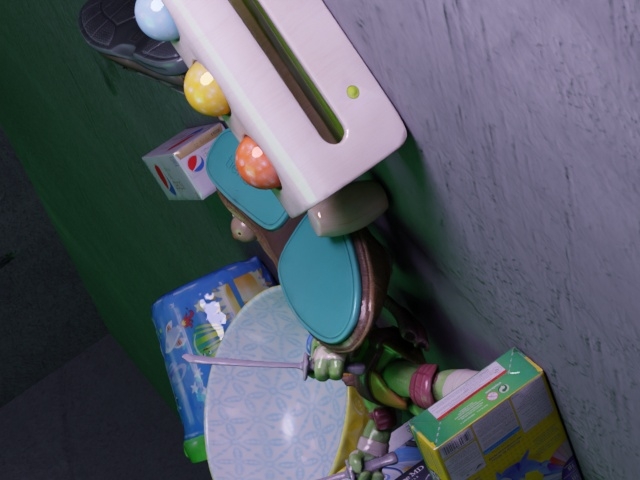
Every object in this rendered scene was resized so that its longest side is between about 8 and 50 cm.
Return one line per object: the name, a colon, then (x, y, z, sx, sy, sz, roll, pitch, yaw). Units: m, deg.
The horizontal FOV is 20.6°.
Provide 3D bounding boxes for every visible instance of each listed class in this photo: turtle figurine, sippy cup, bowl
turtle figurine: (0.052, 0.184, 1.763, 0.266, 0.275, 0.198, 14, 116, 39)
sippy cup: (-0.112, 0.151, 2.372, 0.240, 0.305, 0.224, -24, -91, -59)
bowl: (0.002, 0.205, 2.110, 0.156, 0.289, 0.289, 11, -161, -37)

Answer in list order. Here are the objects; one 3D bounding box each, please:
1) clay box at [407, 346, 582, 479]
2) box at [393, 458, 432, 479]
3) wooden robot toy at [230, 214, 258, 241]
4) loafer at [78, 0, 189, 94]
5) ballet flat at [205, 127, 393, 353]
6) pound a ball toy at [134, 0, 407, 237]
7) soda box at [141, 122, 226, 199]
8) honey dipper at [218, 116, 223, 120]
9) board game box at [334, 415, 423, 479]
clay box: (0.174, 0.219, 1.662, 0.053, 0.127, 0.222, 42, 161, 48)
box: (0.161, 0.286, 1.812, 0.158, 0.156, 0.093, 35, 156, 57)
wooden robot toy: (-0.062, -0.024, 1.963, 0.173, 0.076, 0.079, 43, 128, -8)
loafer: (-0.190, -0.215, 1.986, 0.267, 0.096, 0.084, 34, 161, 53)
ballet flat: (0.000, 0.000, 1.798, 0.124, 0.116, 0.342, 19, -160, -41)
pound a ball toy: (-0.055, -0.134, 1.590, 0.319, 0.136, 0.208, 57, 167, -3)
soda box: (-0.158, -0.097, 2.193, 0.069, 0.074, 0.216, 58, 167, -10)
honey dipper: (-0.080, -0.108, 1.986, 0.160, 0.030, 0.030, 60, 167, -27)
board game box: (0.095, 0.284, 1.943, 0.136, 0.201, 0.035, 52, 167, 11)
